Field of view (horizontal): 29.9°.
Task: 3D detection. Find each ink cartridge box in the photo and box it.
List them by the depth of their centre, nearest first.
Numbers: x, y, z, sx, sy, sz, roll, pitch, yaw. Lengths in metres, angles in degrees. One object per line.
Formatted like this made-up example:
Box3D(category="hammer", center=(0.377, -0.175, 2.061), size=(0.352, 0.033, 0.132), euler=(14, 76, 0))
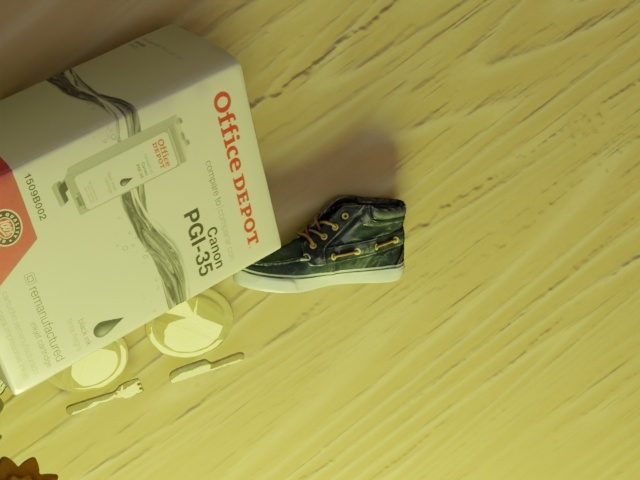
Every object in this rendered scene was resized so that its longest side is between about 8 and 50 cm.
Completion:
Box3D(category="ink cartridge box", center=(-0.191, -0.034, 1.033), size=(0.283, 0.117, 0.207), euler=(-30, 129, -24))

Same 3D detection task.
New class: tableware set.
Box3D(category="tableware set", center=(-0.183, 0.089, 1.186), size=(0.194, 0.039, 0.128), euler=(-18, 126, -5))

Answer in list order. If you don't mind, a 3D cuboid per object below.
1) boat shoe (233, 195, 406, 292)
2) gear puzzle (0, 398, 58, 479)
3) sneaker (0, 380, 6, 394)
Box3D(category="boat shoe", center=(0.000, 0.000, 1.199), size=(0.183, 0.065, 0.083), euler=(-5, 110, -23))
Box3D(category="gear puzzle", center=(-0.367, 0.168, 1.019), size=(0.339, 0.044, 0.175), euler=(37, 63, -15))
Box3D(category="sneaker", center=(-0.365, 0.115, 1.108), size=(0.227, 0.087, 0.130), euler=(-46, 123, 9))
